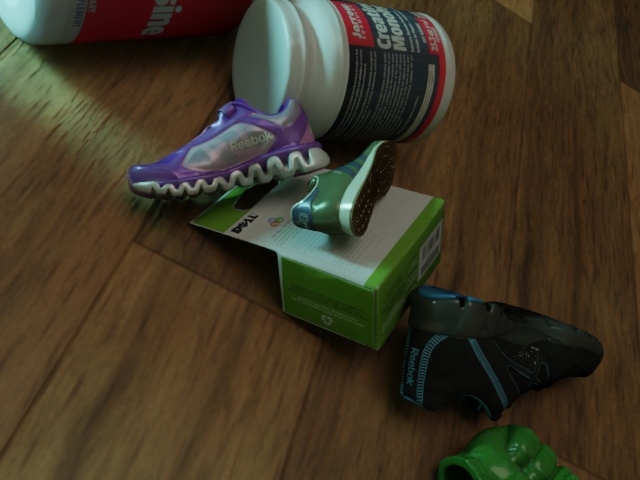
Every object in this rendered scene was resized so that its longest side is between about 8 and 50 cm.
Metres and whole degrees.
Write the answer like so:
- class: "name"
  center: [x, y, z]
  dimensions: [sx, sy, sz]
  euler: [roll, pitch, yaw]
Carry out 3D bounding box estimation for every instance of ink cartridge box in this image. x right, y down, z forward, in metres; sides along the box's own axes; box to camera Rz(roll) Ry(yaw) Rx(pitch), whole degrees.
- class: "ink cartridge box"
  center: [0.000, 0.000, 0.822]
  dimensions: [0.255, 0.097, 0.189]
  euler: [18, 42, 26]

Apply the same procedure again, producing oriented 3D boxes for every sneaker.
- class: "sneaker"
  center: [0.227, 0.150, 0.840]
  dimensions: [0.340, 0.125, 0.140]
  euler: [15, 90, -34]
- class: "sneaker"
  center: [0.026, -0.066, 0.773]
  dimensions: [0.086, 0.064, 0.192]
  euler: [0, 30, 21]
- class: "sneaker"
  center: [-0.111, -0.110, 0.779]
  dimensions: [0.236, 0.095, 0.105]
  euler: [-14, 97, -14]

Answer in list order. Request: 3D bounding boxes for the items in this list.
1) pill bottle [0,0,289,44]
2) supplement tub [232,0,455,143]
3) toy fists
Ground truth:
- class: "pill bottle"
  center: [-0.206, -0.385, 0.873]
  dimensions: [0.407, 0.229, 0.229]
  euler: [-18, 68, -37]
- class: "supplement tub"
  center: [0.034, -0.235, 0.930]
  dimensions: [0.272, 0.191, 0.191]
  euler: [-4, 60, -32]
- class: "toy fists"
  center: [0.245, 0.336, 0.715]
  dimensions: [0.142, 0.096, 0.279]
  euler: [-6, 60, -34]
